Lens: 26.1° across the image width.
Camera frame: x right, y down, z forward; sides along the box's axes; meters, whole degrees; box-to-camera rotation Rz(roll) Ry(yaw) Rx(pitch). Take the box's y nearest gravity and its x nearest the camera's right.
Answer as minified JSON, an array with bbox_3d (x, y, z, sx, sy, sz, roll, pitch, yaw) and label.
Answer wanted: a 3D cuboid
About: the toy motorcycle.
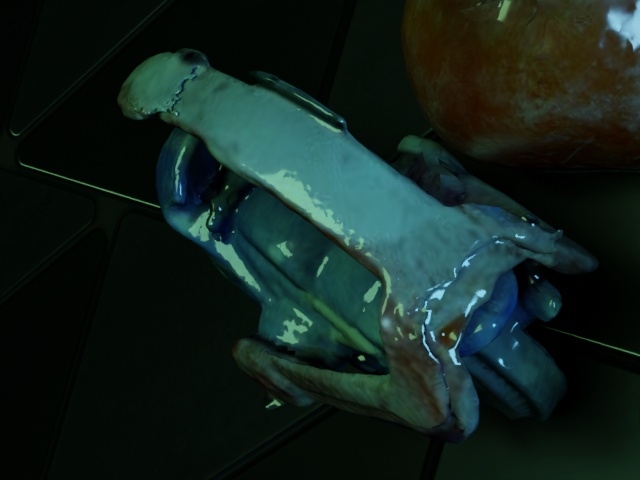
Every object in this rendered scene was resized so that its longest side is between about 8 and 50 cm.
[{"bbox_3d":[0.016,-0.016,0.831,0.319,0.182,0.241,28,138,38],"label":"toy motorcycle"}]

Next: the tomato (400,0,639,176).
[{"bbox_3d":[0.136,-0.130,0.802,0.214,0.155,0.180,-9,78,36],"label":"tomato"}]
